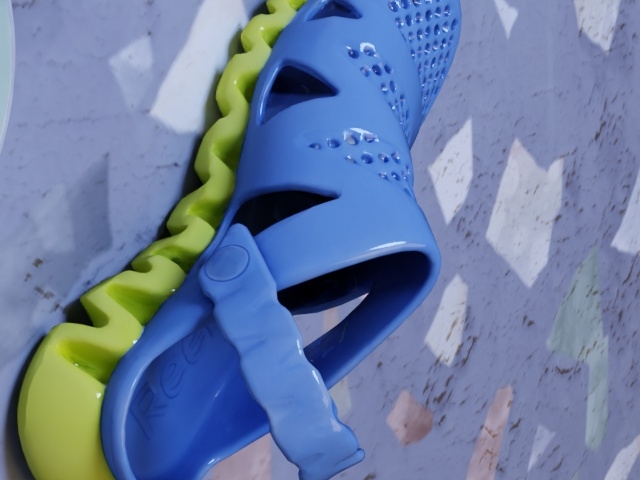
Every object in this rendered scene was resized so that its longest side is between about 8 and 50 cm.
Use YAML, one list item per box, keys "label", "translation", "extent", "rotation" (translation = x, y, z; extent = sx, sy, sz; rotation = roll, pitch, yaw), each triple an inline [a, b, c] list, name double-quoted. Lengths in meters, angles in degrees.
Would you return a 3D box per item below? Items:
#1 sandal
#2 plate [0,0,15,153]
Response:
- label: "sandal"
  translation: [0.000, 0.000, 0.826]
  extent: [0.317, 0.138, 0.126]
  rotation: [-63, 143, -25]
- label: "plate"
  translation: [-0.180, -0.057, 0.632]
  extent: [0.188, 0.024, 0.188]
  rotation: [-26, 123, -50]
